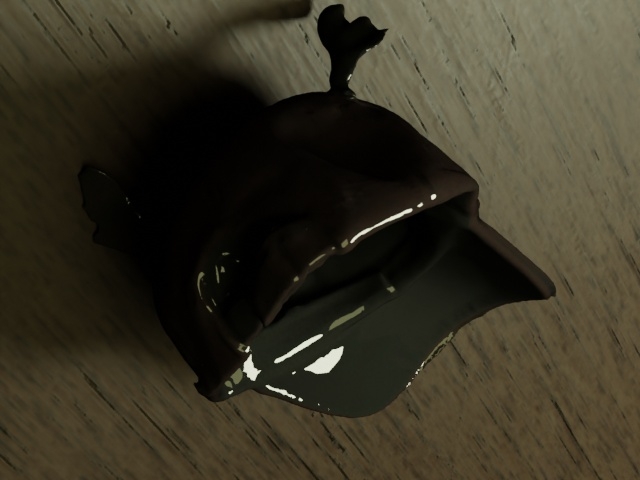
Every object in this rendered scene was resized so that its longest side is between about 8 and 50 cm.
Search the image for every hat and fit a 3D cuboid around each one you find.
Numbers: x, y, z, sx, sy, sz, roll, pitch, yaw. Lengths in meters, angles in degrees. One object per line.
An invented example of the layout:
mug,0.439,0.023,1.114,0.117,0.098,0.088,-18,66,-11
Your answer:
hat,0.000,-0.015,1.069,0.238,0.209,0.336,-38,154,17
